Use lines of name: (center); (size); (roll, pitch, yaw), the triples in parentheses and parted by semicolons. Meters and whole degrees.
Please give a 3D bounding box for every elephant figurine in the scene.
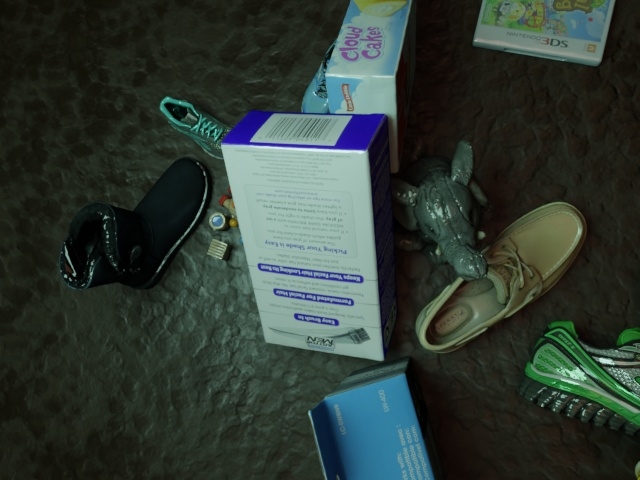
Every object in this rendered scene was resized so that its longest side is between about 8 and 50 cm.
elephant figurine: (0.169, -0.053, 0.833); (0.186, 0.239, 0.169); (29, 91, 12)

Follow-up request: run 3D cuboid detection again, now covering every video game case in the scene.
video game case: (0.356, -0.389, 0.942); (0.194, 0.023, 0.212); (13, 87, 11)

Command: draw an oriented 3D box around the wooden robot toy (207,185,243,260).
wooden robot toy: (-0.137, -0.051, 0.970); (0.076, 0.079, 0.173); (37, 91, 11)

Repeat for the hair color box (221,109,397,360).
hair color box: (0.000, 0.000, 0.821); (0.185, 0.110, 0.338); (6, 126, 18)

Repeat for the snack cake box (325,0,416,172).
snack cake box: (0.080, -0.238, 0.850); (0.089, 0.152, 0.264); (5, 48, 11)

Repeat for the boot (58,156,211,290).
boot: (-0.275, -0.032, 0.929); (0.094, 0.207, 0.246); (29, 90, 12)

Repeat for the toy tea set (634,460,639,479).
toy tea set: (0.522, 0.370, 0.700); (0.200, 0.124, 0.336); (-28, 117, 39)

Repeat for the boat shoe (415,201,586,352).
boat shoe: (0.263, 0.057, 0.878); (0.302, 0.098, 0.109); (-40, 79, 5)

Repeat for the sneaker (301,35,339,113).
sneaker: (0.012, -0.263, 0.966); (0.064, 0.073, 0.162); (25, 89, 11)

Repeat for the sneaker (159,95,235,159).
sneaker: (-0.197, -0.185, 0.995); (0.167, 0.076, 0.064); (28, 91, 11)

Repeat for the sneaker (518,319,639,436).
sneaker: (0.449, 0.194, 0.796); (0.344, 0.134, 0.146); (15, 83, 23)

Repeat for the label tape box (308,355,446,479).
label tape box: (0.094, 0.290, 0.767); (0.106, 0.334, 0.240); (-16, 82, 8)
